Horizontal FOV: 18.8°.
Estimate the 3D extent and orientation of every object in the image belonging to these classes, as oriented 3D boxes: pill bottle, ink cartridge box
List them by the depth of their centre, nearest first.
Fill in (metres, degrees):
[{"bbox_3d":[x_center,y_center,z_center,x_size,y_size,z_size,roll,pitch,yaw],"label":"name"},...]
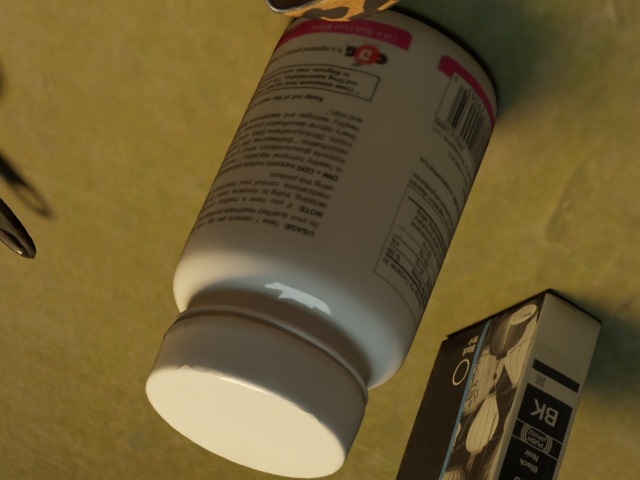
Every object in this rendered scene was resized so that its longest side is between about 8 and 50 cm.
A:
[{"bbox_3d":[0.000,0.000,1.265,0.160,0.283,0.160,18,152,10],"label":"pill bottle"},{"bbox_3d":[0.111,0.212,1.506,0.065,0.333,0.165,29,151,-19],"label":"ink cartridge box"}]

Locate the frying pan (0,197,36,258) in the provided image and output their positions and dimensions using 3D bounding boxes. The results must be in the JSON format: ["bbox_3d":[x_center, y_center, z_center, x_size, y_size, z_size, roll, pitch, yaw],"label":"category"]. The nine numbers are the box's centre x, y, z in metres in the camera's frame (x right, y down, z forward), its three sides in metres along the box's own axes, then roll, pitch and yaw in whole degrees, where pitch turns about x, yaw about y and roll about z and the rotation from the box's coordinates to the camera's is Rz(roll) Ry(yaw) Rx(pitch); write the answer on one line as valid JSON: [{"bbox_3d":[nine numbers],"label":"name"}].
[{"bbox_3d":[-0.304,-0.103,1.561,0.326,0.053,0.197,36,150,-28],"label":"frying pan"}]

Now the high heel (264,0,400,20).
[{"bbox_3d":[0.075,-0.196,0.960,0.093,0.186,0.261,53,154,5],"label":"high heel"}]
